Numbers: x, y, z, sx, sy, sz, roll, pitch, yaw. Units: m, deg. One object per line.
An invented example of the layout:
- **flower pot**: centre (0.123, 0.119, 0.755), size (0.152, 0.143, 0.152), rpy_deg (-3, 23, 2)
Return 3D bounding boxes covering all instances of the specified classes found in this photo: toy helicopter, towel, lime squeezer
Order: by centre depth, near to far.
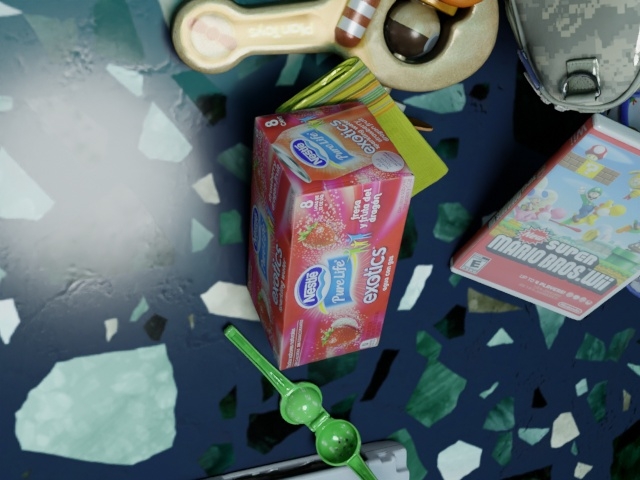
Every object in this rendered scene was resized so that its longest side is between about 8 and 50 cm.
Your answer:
- **toy helicopter**: centre (0.020, -0.216, 0.889), size (0.355, 0.140, 0.235), rpy_deg (-7, 116, -9)
- **towel**: centre (0.055, -0.104, 0.901), size (0.102, 0.021, 0.237), rpy_deg (-33, 142, 15)
- **lime squeezer**: centre (-0.008, 0.223, 0.994), size (0.059, 0.110, 0.310), rpy_deg (-44, 85, 11)

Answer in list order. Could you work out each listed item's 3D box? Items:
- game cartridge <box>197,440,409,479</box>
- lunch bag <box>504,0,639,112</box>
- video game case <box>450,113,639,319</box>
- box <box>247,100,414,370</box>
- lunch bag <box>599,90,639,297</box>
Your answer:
- **game cartridge**: centre (-0.029, 0.375, 1.047), size (0.297, 0.062, 0.198), rpy_deg (-6, 110, -21)
- **lunch bag**: centre (0.337, -0.285, 0.891), size (0.305, 0.213, 0.256), rpy_deg (-23, 111, -45)
- **video game case**: centre (0.316, -0.013, 0.981), size (0.204, 0.025, 0.285), rpy_deg (21, 138, -15)
- **box**: centre (0.000, 0.000, 0.861), size (0.123, 0.128, 0.257), rpy_deg (-11, 137, -18)
- **lunch bag**: centre (0.467, -0.052, 1.033), size (0.115, 0.243, 0.303), rpy_deg (-19, 106, -30)
